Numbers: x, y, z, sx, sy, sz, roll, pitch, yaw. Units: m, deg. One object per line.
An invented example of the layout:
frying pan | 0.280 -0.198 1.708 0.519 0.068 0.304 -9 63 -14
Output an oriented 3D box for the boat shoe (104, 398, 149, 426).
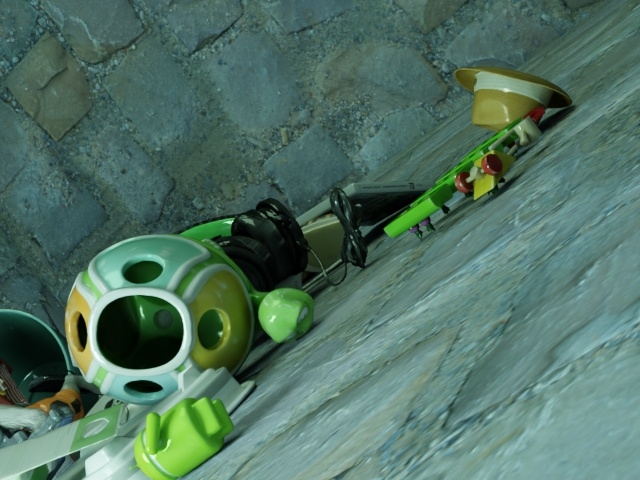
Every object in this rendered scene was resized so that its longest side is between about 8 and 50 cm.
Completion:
boat shoe | -0.274 0.256 1.952 0.083 0.076 0.226 -40 5 -28

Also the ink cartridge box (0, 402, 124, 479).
ink cartridge box | -0.337 0.270 1.570 0.235 0.056 0.171 -18 7 -3

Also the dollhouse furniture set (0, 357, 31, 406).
dollhouse furniture set | -0.657 0.372 2.287 0.374 0.152 0.201 -49 48 -1

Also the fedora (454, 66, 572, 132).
fedora | 0.279 -0.199 1.994 0.194 0.194 0.079 169 116 -81

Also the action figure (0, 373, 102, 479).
action figure | -0.453 0.318 1.846 0.341 0.178 0.330 -52 -14 8

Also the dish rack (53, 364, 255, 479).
dish rack | -0.255 0.274 1.662 0.333 0.072 0.285 -36 5 40

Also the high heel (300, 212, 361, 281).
high heel | 0.000 0.000 2.318 0.261 0.093 0.186 -41 3 30

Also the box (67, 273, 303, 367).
box | -0.206 0.120 2.106 0.232 0.058 0.322 12 32 28

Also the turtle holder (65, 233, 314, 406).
turtle holder | -0.190 0.123 1.805 0.227 0.320 0.243 -29 -37 -86

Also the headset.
headset | -0.108 0.007 2.049 0.394 0.185 0.243 0 28 30

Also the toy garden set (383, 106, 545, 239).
toy garden set | 0.223 -0.094 1.811 0.244 0.049 0.204 -40 3 -40

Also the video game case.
video game case | 0.073 -0.059 2.275 0.173 0.022 0.190 -4 -16 -36

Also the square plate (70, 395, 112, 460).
square plate | -0.263 0.221 2.250 0.344 0.049 0.347 -35 10 37

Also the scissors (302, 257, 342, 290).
scissors | -0.063 0.107 2.217 0.297 0.021 0.109 -33 5 30

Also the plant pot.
plant pot | -0.553 0.295 2.518 0.293 0.293 0.235 -37 -21 4

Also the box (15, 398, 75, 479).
box | -0.522 0.394 2.028 0.142 0.154 0.300 -36 6 31

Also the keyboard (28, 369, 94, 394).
keyboard | -0.363 0.212 2.070 0.192 0.038 0.100 6 -25 -38

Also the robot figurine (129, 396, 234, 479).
robot figurine | -0.150 0.214 1.430 0.115 0.067 0.101 -37 -23 15
